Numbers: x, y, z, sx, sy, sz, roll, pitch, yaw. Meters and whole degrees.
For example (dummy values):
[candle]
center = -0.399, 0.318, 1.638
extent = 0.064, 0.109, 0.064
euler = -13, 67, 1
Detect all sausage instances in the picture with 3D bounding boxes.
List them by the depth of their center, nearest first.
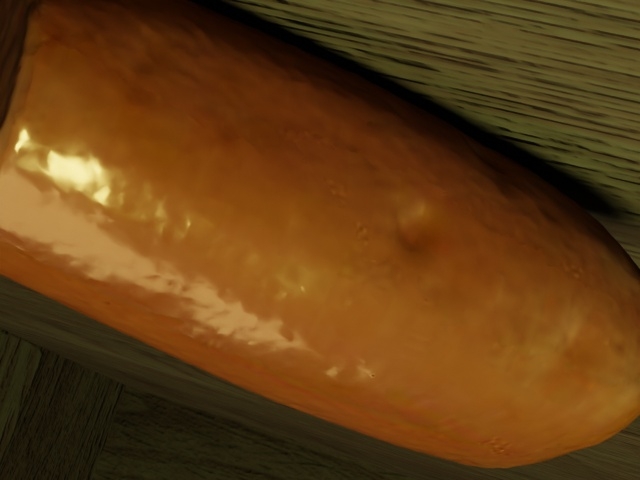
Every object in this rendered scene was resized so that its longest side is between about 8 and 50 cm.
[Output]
[sausage]
center = 0.000, 0.000, 0.617
extent = 0.259, 0.114, 0.113
euler = 25, 170, -24
